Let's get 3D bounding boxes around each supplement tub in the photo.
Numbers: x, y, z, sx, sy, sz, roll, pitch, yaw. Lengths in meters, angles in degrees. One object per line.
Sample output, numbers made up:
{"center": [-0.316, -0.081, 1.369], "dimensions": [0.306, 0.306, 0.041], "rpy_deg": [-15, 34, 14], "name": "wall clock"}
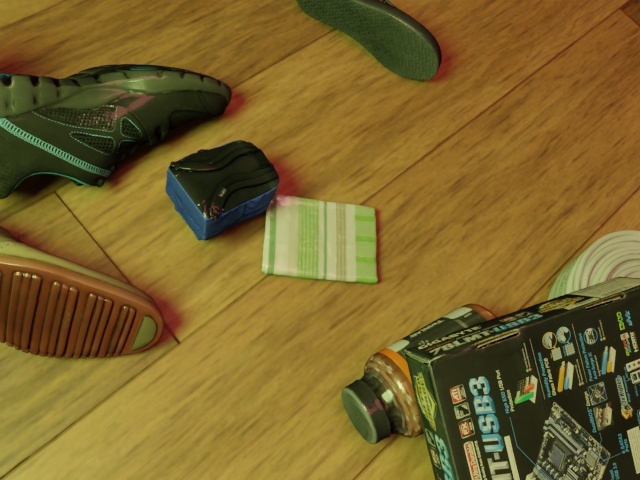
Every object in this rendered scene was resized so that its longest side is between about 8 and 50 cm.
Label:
{"center": [0.124, 0.157, 0.723], "dimensions": [0.198, 0.106, 0.106], "rpy_deg": [-24, 74, -21], "name": "supplement tub"}

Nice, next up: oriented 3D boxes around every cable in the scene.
{"center": [0.431, 0.117, 0.827], "dimensions": [0.257, 0.089, 0.257], "rpy_deg": [21, 63, -2], "name": "cable"}

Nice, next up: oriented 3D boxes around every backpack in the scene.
{"center": [-0.119, -0.064, 0.767], "dimensions": [0.120, 0.101, 0.098], "rpy_deg": [-31, 78, -28], "name": "backpack"}

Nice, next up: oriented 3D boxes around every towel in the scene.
{"center": [0.000, 0.000, 0.815], "dimensions": [0.152, 0.023, 0.113], "rpy_deg": [7, 67, -13], "name": "towel"}

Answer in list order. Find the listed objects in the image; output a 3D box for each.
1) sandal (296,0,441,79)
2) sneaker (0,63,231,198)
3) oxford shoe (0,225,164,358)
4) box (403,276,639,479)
{"center": [0.080, -0.338, 0.940], "dimensions": [0.254, 0.097, 0.054], "rpy_deg": [35, 63, 4], "name": "sandal"}
{"center": [-0.270, -0.144, 0.773], "dimensions": [0.341, 0.125, 0.139], "rpy_deg": [-14, 113, -32], "name": "sneaker"}
{"center": [-0.335, 0.027, 0.667], "dimensions": [0.348, 0.123, 0.130], "rpy_deg": [20, 30, -19], "name": "oxford shoe"}
{"center": [0.264, 0.217, 0.671], "dimensions": [0.293, 0.073, 0.295], "rpy_deg": [-16, 93, -14], "name": "box"}
